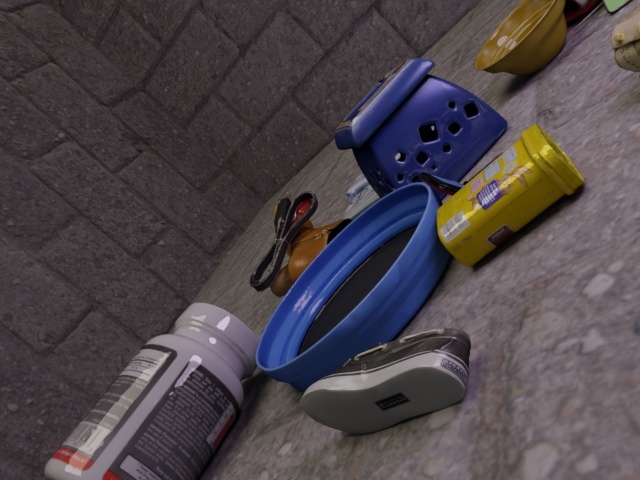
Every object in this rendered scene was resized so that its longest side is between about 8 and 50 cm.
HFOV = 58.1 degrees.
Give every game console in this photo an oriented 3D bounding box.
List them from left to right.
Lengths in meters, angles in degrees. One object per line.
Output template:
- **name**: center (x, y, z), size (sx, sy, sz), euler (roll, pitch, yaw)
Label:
- **game console**: center (0.233, -0.107, 0.874), size (0.144, 0.124, 0.085), euler (-99, 26, -76)

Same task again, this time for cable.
- **cable**: center (-0.071, -0.007, 1.324), size (0.139, 0.072, 0.287), euler (-11, 51, 31)

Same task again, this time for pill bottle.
- **pill bottle**: center (-0.260, 0.294, 0.981), size (0.210, 0.210, 0.363), euler (-33, 18, 51)

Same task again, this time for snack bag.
- **snack bag**: center (0.175, -0.187, 1.470), size (0.323, 0.037, 0.342), euler (-37, 15, 40)

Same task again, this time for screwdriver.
- **screwdriver**: center (0.543, -0.461, 1.086), size (0.170, 0.024, 0.025), euler (-41, 42, 22)

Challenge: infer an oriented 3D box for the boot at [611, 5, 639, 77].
- **boot**: center (0.404, -0.226, 0.613), size (0.262, 0.095, 0.203), euler (-51, 12, -26)

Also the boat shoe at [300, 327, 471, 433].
- **boat shoe**: center (0.069, 0.152, 0.623), size (0.219, 0.078, 0.070), euler (-27, 22, 39)

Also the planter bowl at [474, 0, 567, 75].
- **planter bowl**: center (0.416, -0.396, 1.142), size (0.217, 0.090, 0.217), euler (-48, 14, 16)

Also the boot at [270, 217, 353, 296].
- **boot**: center (-0.001, 0.000, 1.356), size (0.211, 0.104, 0.295), euler (-33, 22, 32)

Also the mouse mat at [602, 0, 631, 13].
- **mouse mat**: center (0.546, -0.515, 1.013), size (0.152, 0.007, 0.190), euler (-35, 55, 46)

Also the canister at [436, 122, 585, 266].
- **canister**: center (0.230, -0.056, 0.728), size (0.170, 0.073, 0.126), euler (-43, 12, 26)

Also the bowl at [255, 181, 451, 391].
- **bowl**: center (0.054, 0.073, 0.923), size (0.391, 0.077, 0.391), euler (-45, 11, 11)

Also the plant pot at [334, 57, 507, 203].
- **plant pot**: center (0.169, -0.205, 1.107), size (0.236, 0.212, 0.236), euler (-47, 10, 1)

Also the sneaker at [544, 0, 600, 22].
- **sneaker**: center (0.545, -0.515, 1.119), size (0.314, 0.116, 0.136), euler (-41, 21, 59)
